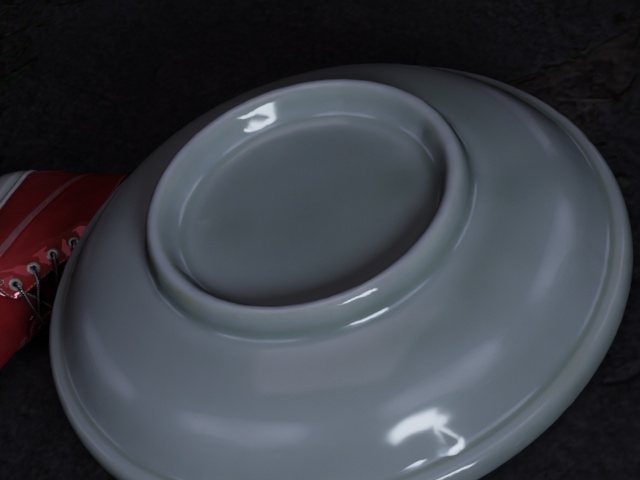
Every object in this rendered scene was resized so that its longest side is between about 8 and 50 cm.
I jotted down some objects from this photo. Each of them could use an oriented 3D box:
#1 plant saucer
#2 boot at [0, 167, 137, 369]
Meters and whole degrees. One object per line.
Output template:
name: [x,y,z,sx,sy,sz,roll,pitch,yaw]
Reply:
plant saucer: [0.000,0.000,1.255,0.400,0.100,0.400,-9,46,10]
boot: [-0.193,0.029,1.401,0.176,0.088,0.244,-3,40,26]
